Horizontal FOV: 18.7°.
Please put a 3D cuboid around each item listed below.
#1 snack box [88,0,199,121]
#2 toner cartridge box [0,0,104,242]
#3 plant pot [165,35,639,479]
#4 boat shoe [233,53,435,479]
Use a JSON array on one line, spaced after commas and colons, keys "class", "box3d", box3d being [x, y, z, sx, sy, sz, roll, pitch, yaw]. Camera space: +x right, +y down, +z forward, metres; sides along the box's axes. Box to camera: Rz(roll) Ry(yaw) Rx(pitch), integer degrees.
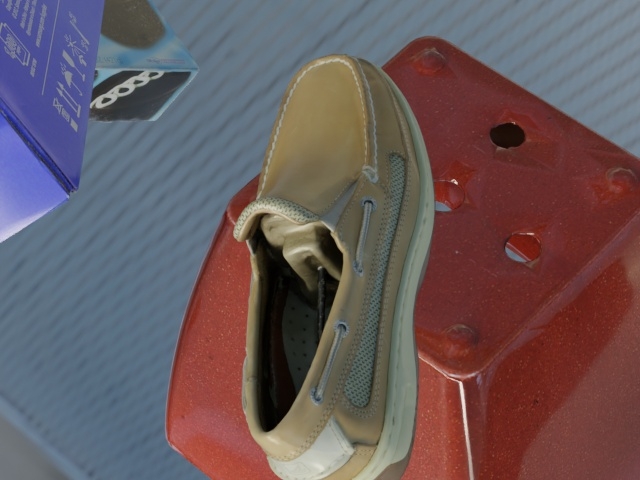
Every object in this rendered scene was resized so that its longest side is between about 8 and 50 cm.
[{"class": "snack box", "box3d": [-0.241, -0.160, 1.231, 0.060, 0.322, 0.187, -47, 67, 29]}, {"class": "toner cartridge box", "box3d": [-0.188, -0.086, 0.907, 0.165, 0.348, 0.075, -30, 116, 13]}, {"class": "plant pot", "box3d": [0.073, 0.044, 1.154, 0.267, 0.267, 0.235, 35, 153, 26]}, {"class": "boat shoe", "box3d": [0.000, 0.000, 0.714, 0.068, 0.190, 0.072, -23, 140, 27]}]
